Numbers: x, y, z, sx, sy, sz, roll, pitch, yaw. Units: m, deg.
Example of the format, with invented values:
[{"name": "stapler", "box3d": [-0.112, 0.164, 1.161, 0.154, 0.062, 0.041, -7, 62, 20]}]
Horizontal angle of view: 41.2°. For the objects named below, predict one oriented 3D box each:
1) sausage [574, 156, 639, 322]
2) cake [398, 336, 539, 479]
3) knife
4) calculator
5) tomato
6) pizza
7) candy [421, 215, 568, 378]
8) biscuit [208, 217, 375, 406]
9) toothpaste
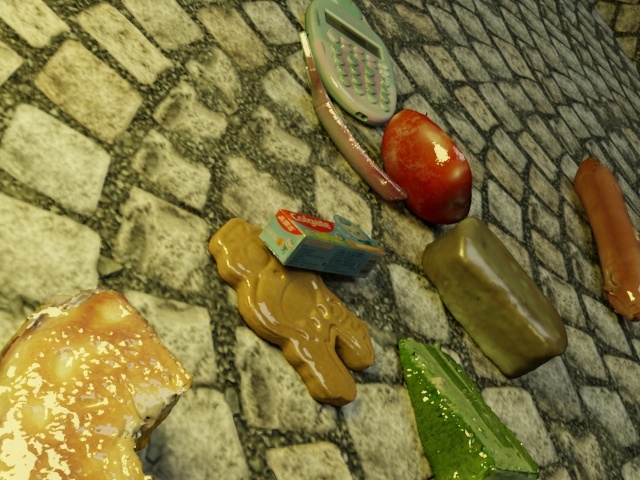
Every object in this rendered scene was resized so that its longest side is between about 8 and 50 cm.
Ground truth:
[{"name": "sausage", "box3d": [0.595, -0.010, 1.731, 0.094, 0.094, 0.419, 15, 44, -12]}, {"name": "cake", "box3d": [0.151, 0.223, 1.023, 0.100, 0.099, 0.235, 20, 23, -37]}, {"name": "knife", "box3d": [0.035, -0.166, 1.247, 0.278, 0.053, 0.123, 59, 3, 4]}, {"name": "calculator", "box3d": [0.050, -0.306, 1.404, 0.185, 0.041, 0.299, 25, 41, -35]}, {"name": "tomato", "box3d": [0.145, -0.102, 1.272, 0.082, 0.166, 0.174, -33, 61, -15]}, {"name": "pizza", "box3d": [-0.182, 0.163, 0.627, 0.161, 0.086, 0.305, 11, 44, -16]}, {"name": "candy", "box3d": [0.246, 0.082, 1.210, 0.234, 0.104, 0.102, 47, 38, -5]}, {"name": "biscuit", "box3d": [-0.030, 0.072, 0.953, 0.236, 0.040, 0.144, 50, 27, -6]}, {"name": "toothpaste", "box3d": [0.000, 0.000, 1.009, 0.070, 0.044, 0.193, 47, 17, 27]}]
